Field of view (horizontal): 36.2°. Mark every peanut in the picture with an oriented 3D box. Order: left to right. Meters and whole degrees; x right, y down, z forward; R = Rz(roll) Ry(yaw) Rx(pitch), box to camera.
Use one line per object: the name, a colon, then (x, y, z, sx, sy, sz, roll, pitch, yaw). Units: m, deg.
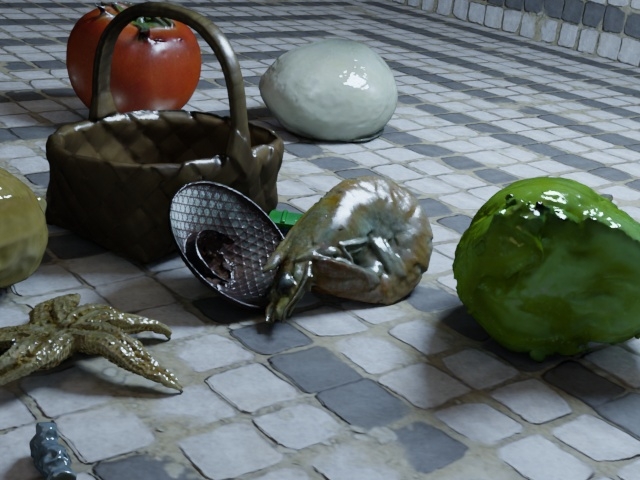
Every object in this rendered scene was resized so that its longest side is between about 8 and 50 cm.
peanut: (-0.407, 0.001, 1.047, 0.158, 0.174, 0.340, 3, 21, 28)

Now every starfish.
starfish: (-0.268, 0.103, 1.027, 0.277, 0.062, 0.236, 5, 16, 9)

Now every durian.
durian: (0.291, 0.029, 1.194, 0.256, 0.204, 0.339, 22, 14, 2)

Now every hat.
hat: (-0.128, 0.025, 1.220, 0.193, 0.082, 0.193, 31, 35, -25)

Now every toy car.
toy car: (0.000, 0.000, 1.329, 0.165, 0.062, 0.071, 7, 21, 1)

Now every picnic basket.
picnic basket: (-0.210, -0.166, 1.344, 0.293, 0.337, 0.337, 18, 24, 32)

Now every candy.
candy: (0.020, -0.309, 1.958, 0.296, 0.185, 0.295, 10, 25, -4)

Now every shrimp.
shrimp: (0.038, 0.026, 1.230, 0.168, 0.077, 0.317, 42, 50, 3)

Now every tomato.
tomato: (-0.355, -0.336, 1.857, 0.256, 0.224, 0.256, 9, 23, -4)

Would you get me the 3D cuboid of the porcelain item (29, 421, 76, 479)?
porcelain item: (-0.229, 0.184, 0.836, 0.028, 0.036, 0.083, 1, 27, -29)

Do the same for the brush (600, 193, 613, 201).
brush: (0.456, -0.060, 1.672, 0.070, 0.021, 0.196, 24, 27, 34)
